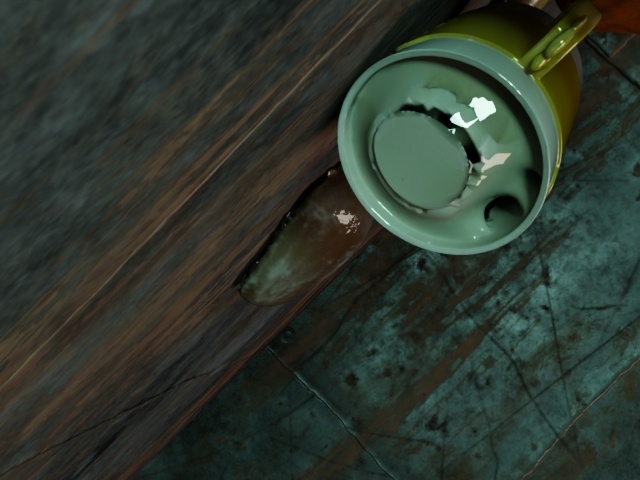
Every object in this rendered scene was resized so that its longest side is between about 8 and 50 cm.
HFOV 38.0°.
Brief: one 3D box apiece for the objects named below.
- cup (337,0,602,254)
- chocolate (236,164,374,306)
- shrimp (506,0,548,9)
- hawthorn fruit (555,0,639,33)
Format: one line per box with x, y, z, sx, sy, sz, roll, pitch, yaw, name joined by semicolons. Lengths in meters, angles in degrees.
0.156;-0.128;0.821;0.241;0.185;0.226;-41;-176;39;cup
0.000;0.001;1.150;0.161;0.083;0.261;-42;174;-43;chocolate
0.271;-0.309;1.012;0.217;0.051;0.115;-47;-179;13;shrimp
0.285;-0.260;0.822;0.173;0.173;0.179;-42;161;-24;hawthorn fruit
